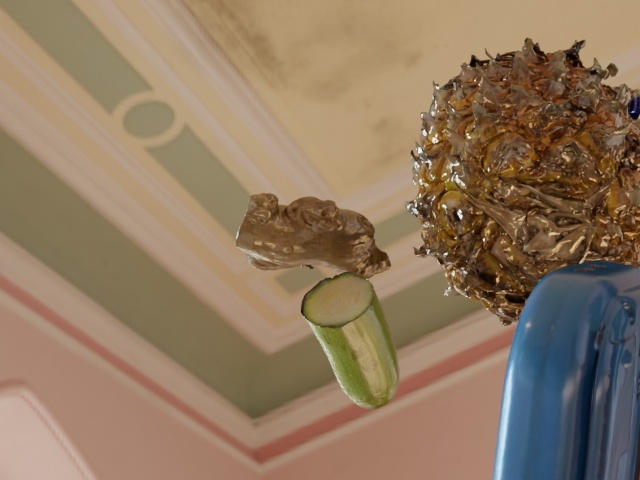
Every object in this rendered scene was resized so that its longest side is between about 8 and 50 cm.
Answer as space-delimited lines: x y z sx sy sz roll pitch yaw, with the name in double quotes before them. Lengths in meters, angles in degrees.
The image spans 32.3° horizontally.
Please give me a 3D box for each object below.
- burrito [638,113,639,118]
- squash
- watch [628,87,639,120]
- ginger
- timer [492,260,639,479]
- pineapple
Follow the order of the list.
"burrito" 0.408 -0.001 1.035 0.117 0.392 0.076 -30 -40 25
"squash" 0.053 0.137 1.376 0.095 0.095 0.188 -22 -54 4
"watch" 0.529 -0.138 1.727 0.171 0.200 0.196 1 -1 12
"ginger" 0.000 -0.003 1.396 0.213 0.074 0.137 13 -32 -11
"timer" 0.257 0.192 1.058 0.115 0.340 0.309 8 7 27
"pineapple" 0.271 -0.071 1.406 0.352 0.300 0.352 1 -65 2
